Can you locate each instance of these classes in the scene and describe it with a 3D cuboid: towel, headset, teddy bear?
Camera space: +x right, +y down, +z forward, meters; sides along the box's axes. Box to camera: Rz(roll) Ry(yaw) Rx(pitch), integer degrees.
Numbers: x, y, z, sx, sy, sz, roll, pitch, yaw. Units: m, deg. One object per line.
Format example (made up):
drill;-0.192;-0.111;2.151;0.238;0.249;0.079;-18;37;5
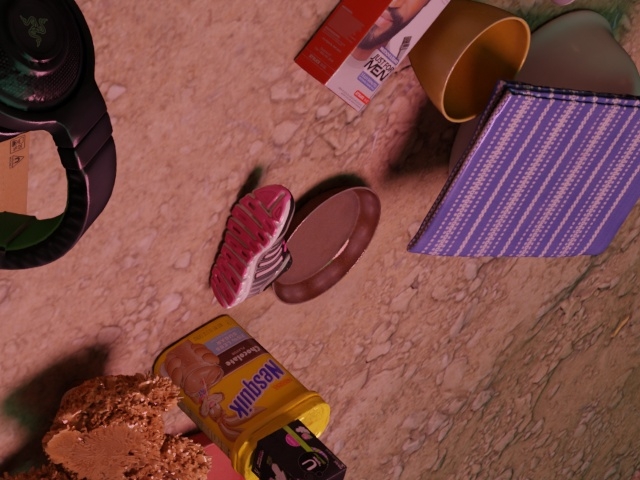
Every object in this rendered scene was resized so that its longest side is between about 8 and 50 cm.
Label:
towel;0.274;-0.080;2.063;0.336;0.040;0.243;1;128;-40
headset;-0.273;-0.162;1.283;0.185;0.243;0.394;-57;144;-42
teddy bear;-0.234;0.265;1.923;0.245;0.113;0.338;-22;136;1

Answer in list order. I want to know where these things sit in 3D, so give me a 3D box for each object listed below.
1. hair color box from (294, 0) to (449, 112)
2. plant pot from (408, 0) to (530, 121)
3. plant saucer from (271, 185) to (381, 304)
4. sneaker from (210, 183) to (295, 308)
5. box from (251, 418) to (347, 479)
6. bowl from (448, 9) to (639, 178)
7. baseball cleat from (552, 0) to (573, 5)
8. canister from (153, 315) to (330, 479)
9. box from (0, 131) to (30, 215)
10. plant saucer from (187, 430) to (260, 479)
hair color box;0.059;-0.223;1.817;0.167;0.053;0.093;-52;151;4
plant pot;0.149;-0.211;1.910;0.134;0.095;0.134;-34;149;-24
plant saucer;0.000;0.000;2.032;0.168;0.029;0.168;-33;147;-25
sneaker;-0.062;0.001;1.914;0.074;0.063;0.170;-17;144;-43
box;-0.024;0.245;1.881;0.062;0.083;0.052;-26;146;-35
bowl;0.309;-0.129;2.196;0.298;0.134;0.298;-33;148;-24
baseball cleat;0.297;-0.368;1.972;0.109;0.072;0.206;17;107;-45
canister;-0.092;0.174;1.968;0.126;0.170;0.073;-31;147;-29
box;-0.329;-0.031;1.545;0.164;0.021;0.201;-27;145;-34
plant saucer;-0.168;0.327;2.179;0.258;0.047;0.259;-19;139;-42
